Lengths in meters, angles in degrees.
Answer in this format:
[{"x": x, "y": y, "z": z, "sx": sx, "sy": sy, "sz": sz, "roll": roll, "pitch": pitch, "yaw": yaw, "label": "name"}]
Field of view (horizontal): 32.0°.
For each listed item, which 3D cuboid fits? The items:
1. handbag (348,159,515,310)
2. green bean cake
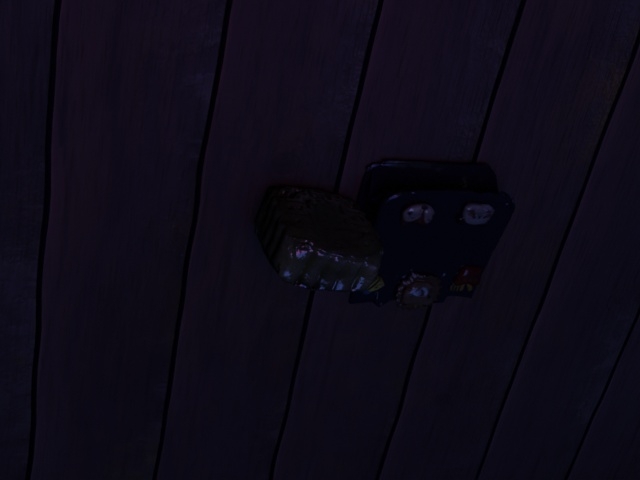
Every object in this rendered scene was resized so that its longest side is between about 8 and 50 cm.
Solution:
[{"x": 0.215, "y": 0.002, "z": 2.305, "sx": 0.303, "sy": 0.122, "sz": 0.329, "roll": 0, "pitch": 126, "yaw": -21, "label": "handbag"}, {"x": 0.000, "y": 0.000, "z": 2.150, "sx": 0.223, "sy": 0.227, "sz": 0.125, "roll": 10, "pitch": 123, "yaw": -27, "label": "green bean cake"}]
